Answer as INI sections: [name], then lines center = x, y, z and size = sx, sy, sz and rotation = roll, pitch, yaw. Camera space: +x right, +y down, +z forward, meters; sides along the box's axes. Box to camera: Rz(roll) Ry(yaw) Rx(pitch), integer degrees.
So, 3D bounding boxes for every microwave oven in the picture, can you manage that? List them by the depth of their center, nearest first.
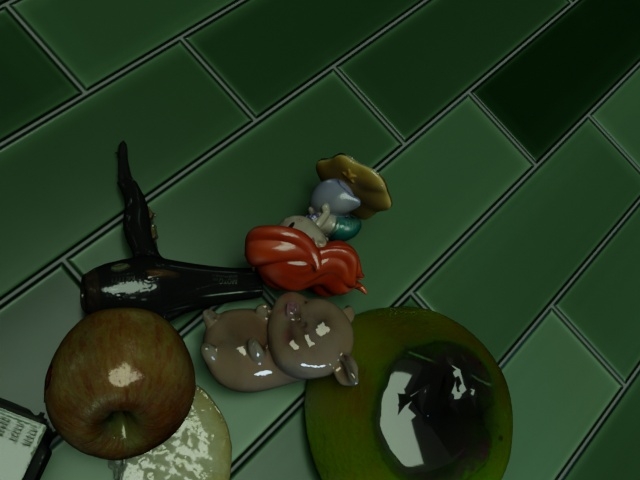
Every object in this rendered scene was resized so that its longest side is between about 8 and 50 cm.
[microwave oven]
center = -0.451, 0.278, 0.919
size = 0.163, 0.205, 0.129
rotation = 23, 66, -11

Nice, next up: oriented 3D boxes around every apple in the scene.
[apple]
center = -0.288, 0.205, 0.987
size = 0.211, 0.211, 0.188
rotation = -3, 34, -19

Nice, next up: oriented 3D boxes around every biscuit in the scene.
[biscuit]
center = -0.232, 0.354, 1.058
size = 0.188, 0.040, 0.265
rotation = 14, 68, -16

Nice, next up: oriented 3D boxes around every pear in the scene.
[pear]
center = 0.171, 0.277, 1.134
size = 0.399, 0.165, 0.398
rotation = 6, 67, -14

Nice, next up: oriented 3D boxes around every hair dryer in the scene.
[hair dryer]
center = -0.270, -0.028, 1.160
size = 0.304, 0.120, 0.359
rotation = -6, 65, -29

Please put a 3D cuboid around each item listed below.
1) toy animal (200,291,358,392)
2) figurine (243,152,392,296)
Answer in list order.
[toy animal]
center = -0.066, 0.169, 1.103
size = 0.250, 0.154, 0.166
rotation = -7, 56, 7
[figurine]
center = 0.003, -0.003, 1.184
size = 0.181, 0.208, 0.257
rotation = 22, 59, 30
